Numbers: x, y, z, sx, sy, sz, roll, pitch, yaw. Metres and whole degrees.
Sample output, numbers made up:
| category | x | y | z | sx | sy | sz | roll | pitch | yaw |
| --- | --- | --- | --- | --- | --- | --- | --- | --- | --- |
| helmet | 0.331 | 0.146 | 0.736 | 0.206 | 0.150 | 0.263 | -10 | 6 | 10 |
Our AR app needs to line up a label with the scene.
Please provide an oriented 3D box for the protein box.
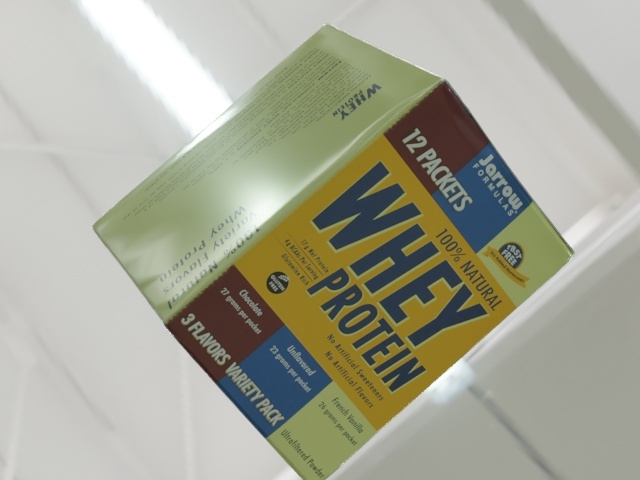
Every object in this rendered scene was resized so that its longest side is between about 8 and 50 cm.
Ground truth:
| category | x | y | z | sx | sy | sz | roll | pitch | yaw |
| --- | --- | --- | --- | --- | --- | --- | --- | --- | --- |
| protein box | 0.000 | 0.000 | 0.999 | 0.136 | 0.200 | 0.201 | 50 | -4 | -24 |
